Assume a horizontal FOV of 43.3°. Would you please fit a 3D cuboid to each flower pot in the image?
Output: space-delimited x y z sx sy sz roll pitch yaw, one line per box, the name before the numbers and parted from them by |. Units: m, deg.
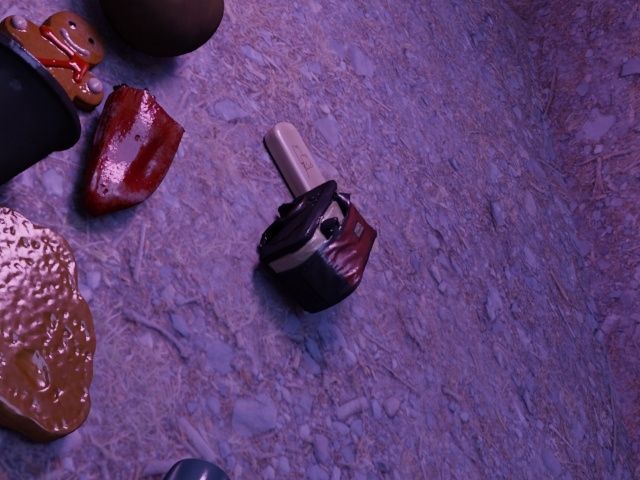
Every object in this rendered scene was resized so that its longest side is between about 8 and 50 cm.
flower pot | -0.482 -0.165 1.102 0.269 0.269 0.166 40 60 -25

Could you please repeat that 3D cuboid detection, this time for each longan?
longan | -0.304 -0.465 1.522 0.246 0.215 0.246 -14 90 -73

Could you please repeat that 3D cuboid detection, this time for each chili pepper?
chili pepper | -0.327 -0.131 1.368 0.144 0.136 0.253 87 14 -57

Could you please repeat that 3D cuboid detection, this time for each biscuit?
biscuit | -0.446 0.111 1.076 0.312 0.057 0.351 -6 69 -52
biscuit | -0.459 -0.296 1.362 0.205 0.049 0.324 45 36 -18

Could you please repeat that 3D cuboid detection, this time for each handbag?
handbag | 0.000 0.000 1.594 0.181 0.181 0.254 49 34 -17

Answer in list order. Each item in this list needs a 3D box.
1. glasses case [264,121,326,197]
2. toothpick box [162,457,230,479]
glasses case | -0.051 -0.164 1.756 0.083 0.050 0.196 -29 89 -52
toothpick box | -0.193 0.401 1.124 0.120 0.120 0.184 45 36 -19
